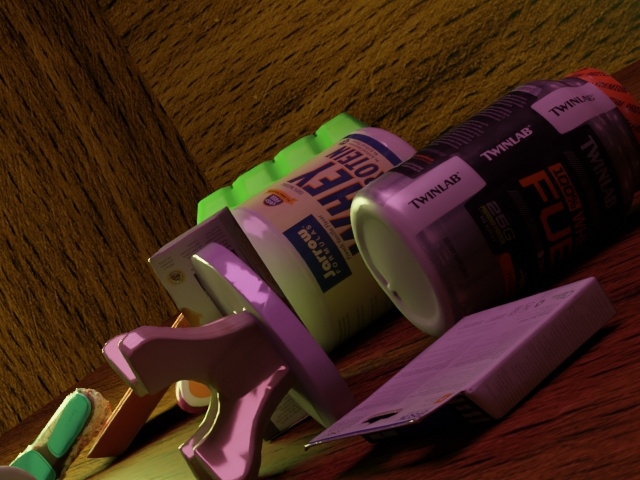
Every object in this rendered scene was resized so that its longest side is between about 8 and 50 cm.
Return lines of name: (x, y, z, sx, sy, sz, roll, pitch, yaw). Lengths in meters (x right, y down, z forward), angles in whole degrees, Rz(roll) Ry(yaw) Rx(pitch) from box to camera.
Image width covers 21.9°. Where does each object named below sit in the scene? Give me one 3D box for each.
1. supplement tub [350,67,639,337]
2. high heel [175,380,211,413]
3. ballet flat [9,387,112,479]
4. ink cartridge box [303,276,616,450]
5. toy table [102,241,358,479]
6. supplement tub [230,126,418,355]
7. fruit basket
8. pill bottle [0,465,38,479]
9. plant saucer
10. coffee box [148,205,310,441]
supplement tub: (0.207, -0.049, 1.820, 0.316, 0.194, 0.193, -34, 5, -17)
high heel: (-0.185, 0.222, 2.399, 0.117, 0.082, 0.244, -52, 8, 19)
ballet flat: (-0.394, 0.323, 2.485, 0.241, 0.091, 0.077, -48, -26, 11)
ink cartridge box: (0.120, 0.125, 1.447, 0.224, 0.045, 0.223, -35, 5, -28)
toy table: (-0.099, 0.138, 1.695, 0.161, 0.252, 0.274, -37, 37, -14)
supplement tub: (0.000, 0.020, 2.214, 0.324, 0.235, 0.235, -34, 5, -22)
fruit basket: (0.000, 0.000, 2.555, 0.392, 0.283, 0.392, -20, 39, 17)
pill bottle: (-0.449, 0.371, 2.131, 0.124, 0.124, 0.221, -35, 6, -41)
plant saucer: (-0.256, 0.216, 2.537, 0.258, 0.047, 0.259, -56, 3, 3)
coffee box: (-0.085, 0.093, 1.896, 0.098, 0.247, 0.141, -32, 4, 5)
